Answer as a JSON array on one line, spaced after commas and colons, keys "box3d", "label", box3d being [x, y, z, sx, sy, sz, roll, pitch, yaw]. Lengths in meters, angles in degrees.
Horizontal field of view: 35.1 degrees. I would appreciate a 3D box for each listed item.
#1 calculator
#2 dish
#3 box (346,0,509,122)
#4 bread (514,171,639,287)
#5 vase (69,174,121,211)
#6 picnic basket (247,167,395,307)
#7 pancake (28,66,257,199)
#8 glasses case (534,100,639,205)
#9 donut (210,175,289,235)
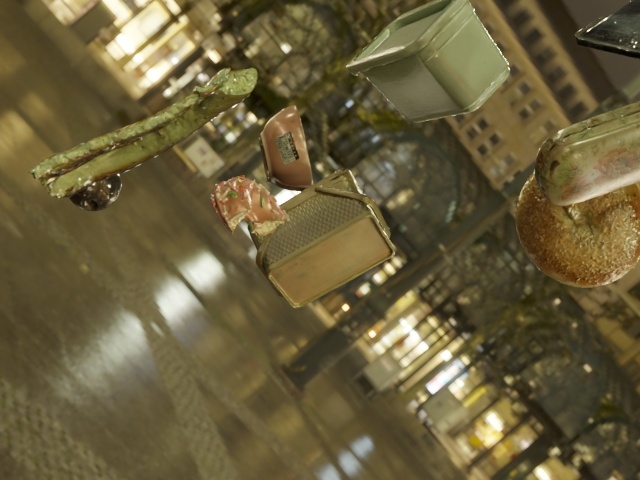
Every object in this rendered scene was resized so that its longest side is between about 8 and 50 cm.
[{"box3d": [0.498, -0.303, 1.433, 0.262, 0.161, 0.021, 39, -21, 59], "label": "calculator"}, {"box3d": [-0.080, -0.179, 2.142, 0.213, 0.091, 0.213, 169, -90, -84], "label": "dish"}, {"box3d": [0.210, -0.333, 1.912, 0.182, 0.175, 0.312, 48, -15, -16], "label": "box"}, {"box3d": [0.574, -0.044, 2.221, 0.305, 0.305, 0.159, 49, 10, 7], "label": "bread"}, {"box3d": [-0.485, -0.118, 2.066, 0.120, 0.120, 0.183, 49, 12, 7], "label": "vase"}, {"box3d": [0.000, 0.000, 2.014, 0.165, 0.267, 0.139, 54, 8, -51], "label": "picnic basket"}, {"box3d": [-0.286, -0.169, 1.642, 0.305, 0.427, 0.066, -76, 141, -83], "label": "pancake"}, {"box3d": [0.593, -0.183, 1.875, 0.156, 0.426, 0.098, 83, -17, -45], "label": "glasses case"}, {"box3d": [-0.129, -0.066, 1.744, 0.117, 0.065, 0.166, 55, 17, 15], "label": "donut"}]
